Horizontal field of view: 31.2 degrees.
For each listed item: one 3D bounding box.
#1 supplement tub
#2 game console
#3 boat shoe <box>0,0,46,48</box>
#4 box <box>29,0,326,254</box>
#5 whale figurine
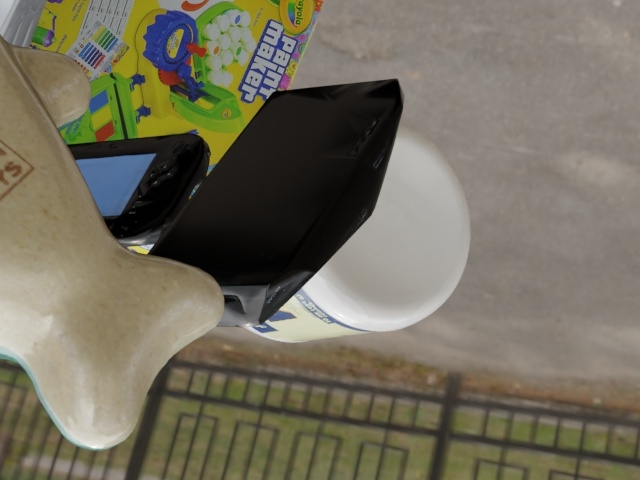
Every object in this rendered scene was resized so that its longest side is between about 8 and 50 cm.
[{"bbox_3d":[0.000,0.000,1.369,0.235,0.235,0.325,23,162,-23],"label":"supplement tub"},{"bbox_3d":[-0.116,-0.028,0.828,0.361,0.213,0.044,-2,130,35],"label":"game console"},{"bbox_3d":[-0.279,-0.170,0.840,0.119,0.335,0.121,30,-167,-3],"label":"boat shoe"},{"bbox_3d":[-0.181,-0.157,1.151,0.279,0.290,0.177,24,160,-6],"label":"box"},{"bbox_3d":[-0.182,-0.006,0.534,0.272,0.216,0.141,35,142,0],"label":"whale figurine"}]
